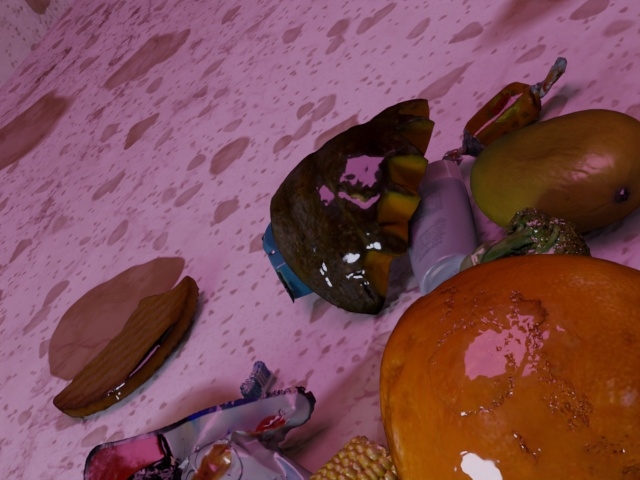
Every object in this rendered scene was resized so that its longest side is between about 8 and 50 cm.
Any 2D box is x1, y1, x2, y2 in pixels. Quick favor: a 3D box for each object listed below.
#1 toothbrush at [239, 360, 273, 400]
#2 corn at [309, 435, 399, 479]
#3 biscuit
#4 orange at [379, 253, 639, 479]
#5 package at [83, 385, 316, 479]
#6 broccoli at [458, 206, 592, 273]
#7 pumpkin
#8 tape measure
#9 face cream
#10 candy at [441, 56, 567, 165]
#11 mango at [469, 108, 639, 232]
[{"bbox_3d":[-0.124,0.253,1.232,0.030,0.030,0.304,-8,44,48],"label":"toothbrush"},{"bbox_3d":[-0.018,0.266,1.004,0.248,0.081,0.081,-47,27,-12],"label":"corn"},{"bbox_3d":[-0.250,0.146,1.549,0.229,0.031,0.176,-32,27,21],"label":"biscuit"},{"bbox_3d":[0.161,0.118,0.823,0.240,0.240,0.240,-31,28,19],"label":"orange"},{"bbox_3d":[-0.116,0.245,1.176,0.269,0.071,0.194,-29,38,20],"label":"package"},{"bbox_3d":[0.183,0.033,1.053,0.130,0.120,0.131,134,134,-63],"label":"broccoli"},{"bbox_3d":[0.029,-0.066,1.285,0.130,0.149,0.254,109,174,-60],"label":"pumpkin"},{"bbox_3d":[0.000,0.000,1.386,0.125,0.081,0.146,-29,29,0],"label":"tape measure"},{"bbox_3d":[0.126,-0.010,1.260,0.084,0.057,0.198,-43,22,22],"label":"face cream"},{"bbox_3d":[0.210,-0.140,1.359,0.182,0.046,0.053,-41,29,12],"label":"candy"},{"bbox_3d":[0.226,-0.061,1.171,0.237,0.091,0.137,-12,33,54],"label":"mango"}]
